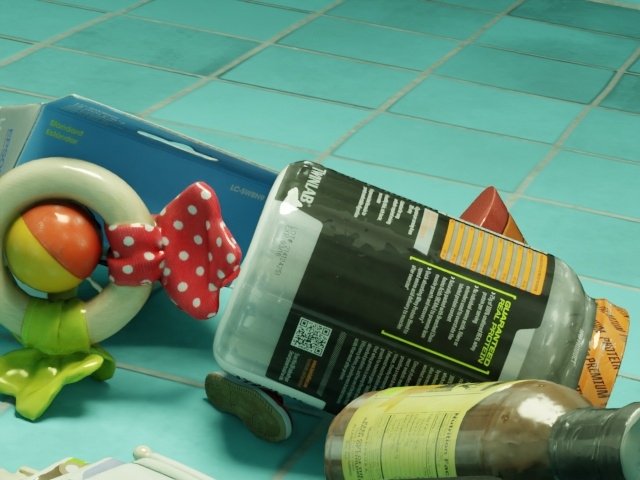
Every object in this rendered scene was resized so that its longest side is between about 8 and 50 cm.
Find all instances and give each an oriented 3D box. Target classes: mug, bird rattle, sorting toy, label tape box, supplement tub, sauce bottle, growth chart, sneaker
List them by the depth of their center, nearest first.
[{"bbox_3d":[0.133,0.156,1.429,0.111,0.111,0.344,-6,-1,-33],"label":"sauce bottle"},{"bbox_3d":[-0.171,0.204,1.506,0.172,0.021,0.237,23,24,39],"label":"growth chart"},{"bbox_3d":[0.084,0.072,1.664,0.316,0.193,0.193,22,20,0],"label":"supplement tub"},{"bbox_3d":[-0.198,0.024,1.678,0.207,0.253,0.143,45,21,-12],"label":"bird rattle"},{"bbox_3d":[-0.042,0.136,1.714,0.067,0.042,0.118,-10,23,-34],"label":"sneaker"},{"bbox_3d":[-0.194,-0.041,1.822,0.241,0.106,0.334,20,-7,-26],"label":"label tape box"},{"bbox_3d":[-0.271,0.043,1.898,0.064,0.078,0.062,5,50,21],"label":"mug"},{"bbox_3d":[0.184,0.073,1.939,0.126,0.127,0.365,35,19,-11],"label":"sorting toy"}]

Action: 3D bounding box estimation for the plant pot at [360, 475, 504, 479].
[{"bbox_3d":[0.069,0.249,1.242,0.188,0.167,0.187,1,20,-19],"label":"plant pot"}]
